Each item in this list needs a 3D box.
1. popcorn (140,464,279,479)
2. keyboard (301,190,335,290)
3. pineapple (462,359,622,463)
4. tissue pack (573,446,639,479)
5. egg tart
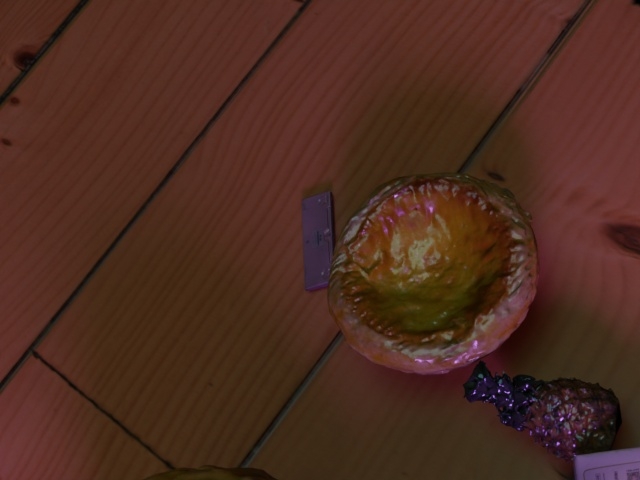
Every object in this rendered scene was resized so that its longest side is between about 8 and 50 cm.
[{"bbox_3d":[-0.140,0.435,1.319,0.390,0.344,0.354,14,70,55],"label":"popcorn"},{"bbox_3d":[0.000,0.000,1.724,0.055,0.017,0.166,-18,55,23],"label":"keyboard"},{"bbox_3d":[0.269,0.207,1.381,0.198,0.108,0.108,18,70,16],"label":"pineapple"},{"bbox_3d":[0.379,0.350,1.248,0.159,0.125,0.234,-14,57,21],"label":"tissue pack"},{"bbox_3d":[0.159,0.052,1.541,0.319,0.128,0.319,-12,57,18],"label":"egg tart"}]
